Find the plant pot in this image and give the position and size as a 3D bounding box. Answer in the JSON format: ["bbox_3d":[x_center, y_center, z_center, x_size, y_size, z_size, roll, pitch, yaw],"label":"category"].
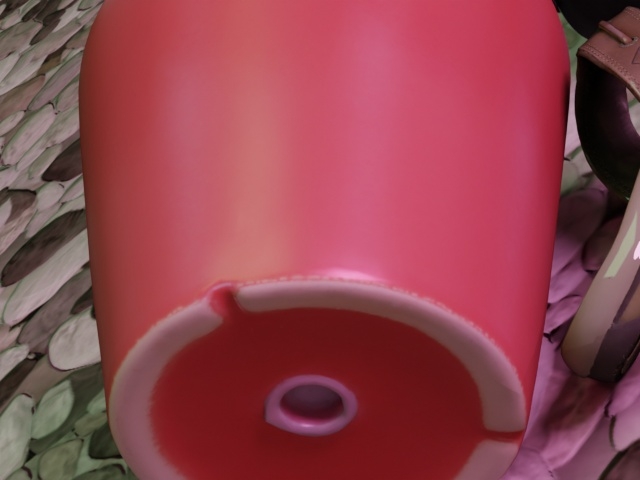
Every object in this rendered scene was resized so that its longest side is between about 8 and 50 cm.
[{"bbox_3d":[0.000,0.000,0.905,0.275,0.275,0.243,-28,37,26],"label":"plant pot"}]

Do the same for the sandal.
[{"bbox_3d":[0.162,-0.067,0.903,0.086,0.120,0.303,18,53,13],"label":"sandal"}]

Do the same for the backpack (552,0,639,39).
[{"bbox_3d":[0.205,-0.277,1.076,0.191,0.225,0.253,-14,39,42],"label":"backpack"}]
